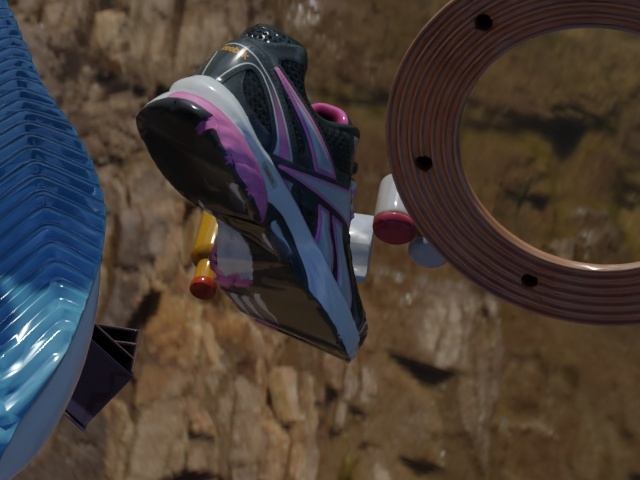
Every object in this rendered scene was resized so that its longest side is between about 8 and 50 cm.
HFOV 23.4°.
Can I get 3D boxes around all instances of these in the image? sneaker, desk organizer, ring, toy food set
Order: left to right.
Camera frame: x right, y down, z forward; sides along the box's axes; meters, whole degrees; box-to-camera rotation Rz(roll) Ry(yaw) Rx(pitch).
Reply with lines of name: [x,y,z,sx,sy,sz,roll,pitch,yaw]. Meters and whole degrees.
sneaker: [-0.112,0.004,0.451,0.087,0.092,0.228,-3,34,-14]
desk organizer: [-0.160,0.082,1.076,0.047,0.130,0.050,44,95,-10]
sneaker: [-0.007,-0.018,0.662,0.072,0.178,0.077,25,64,31]
toy food set: [0.000,0.000,1.367,0.232,0.111,0.104,8,49,5]
ring: [0.218,-0.074,1.216,0.337,0.336,0.032,19,38,6]
